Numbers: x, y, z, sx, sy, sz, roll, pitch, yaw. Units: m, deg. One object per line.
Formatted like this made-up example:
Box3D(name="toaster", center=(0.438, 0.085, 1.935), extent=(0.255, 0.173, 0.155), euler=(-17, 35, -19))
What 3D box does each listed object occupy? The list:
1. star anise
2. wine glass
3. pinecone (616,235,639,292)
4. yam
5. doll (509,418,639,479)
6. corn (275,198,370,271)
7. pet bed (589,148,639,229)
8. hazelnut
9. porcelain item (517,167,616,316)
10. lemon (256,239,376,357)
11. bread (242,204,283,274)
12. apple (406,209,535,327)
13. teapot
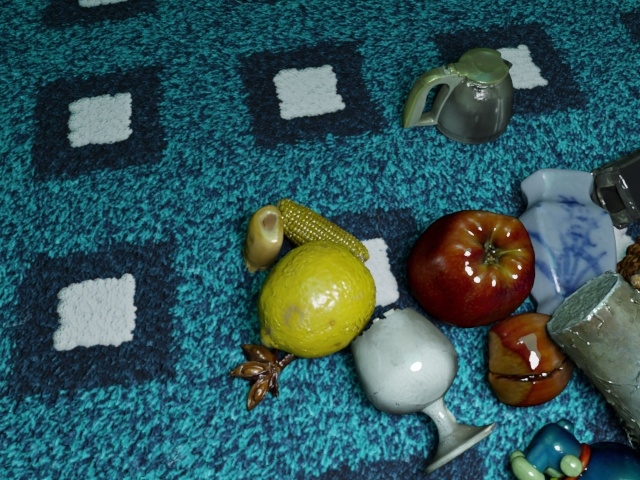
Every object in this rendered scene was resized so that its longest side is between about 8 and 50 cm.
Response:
Box3D(name="star anise", center=(-0.140, 0.300, 1.420), extent=(0.157, 0.053, 0.212), euler=(22, 63, 13))
Box3D(name="wine glass", center=(0.215, 0.319, 1.303), extent=(0.238, 0.238, 0.323), euler=(-30, 67, -16))
Box3D(name="pinecone", center=(0.843, 0.117, 1.418), extent=(0.264, 0.264, 0.264), euler=(0, 59, 1))
Box3D(name="yam", center=(0.649, 0.248, 1.240), extent=(0.241, 0.241, 0.348), euler=(-42, 92, -22))
Box3D(name="doll", center=(0.563, 0.487, 1.208), extent=(0.322, 0.198, 0.186), euler=(30, 89, 14))
Box3D(name="corn", center=(0.000, 0.000, 1.567), extent=(0.322, 0.119, 0.119), euler=(33, 65, 20))
Box3D(name="pet bed", center=(0.859, -0.147, 1.631), extent=(0.211, 0.159, 0.183), euler=(-26, 88, -13))
Box3D(name="hazelnut", center=(0.480, 0.270, 1.352), extent=(0.181, 0.212, 0.181), euler=(-4, 11, 26))
Box3D(name="porcelain item", center=(0.617, 0.025, 1.505), extent=(0.243, 0.178, 0.405), euler=(5, 63, 1))
Box3D(name="lemon", center=(-0.013, 0.142, 1.385), extent=(0.310, 0.258, 0.258), euler=(-37, 65, -18))
Box3D(name="bread", center=(-0.152, -0.006, 1.546), extent=(0.085, 0.173, 0.134), euler=(2, 56, -15))
Box3D(name="apple", center=(0.359, 0.069, 1.418), extent=(0.288, 0.317, 0.288), euler=(2, 72, -8))
Box3D(name="teapot", center=(0.419, -0.449, 1.762), extent=(0.322, 0.239, 0.239), euler=(10, 58, 8))
